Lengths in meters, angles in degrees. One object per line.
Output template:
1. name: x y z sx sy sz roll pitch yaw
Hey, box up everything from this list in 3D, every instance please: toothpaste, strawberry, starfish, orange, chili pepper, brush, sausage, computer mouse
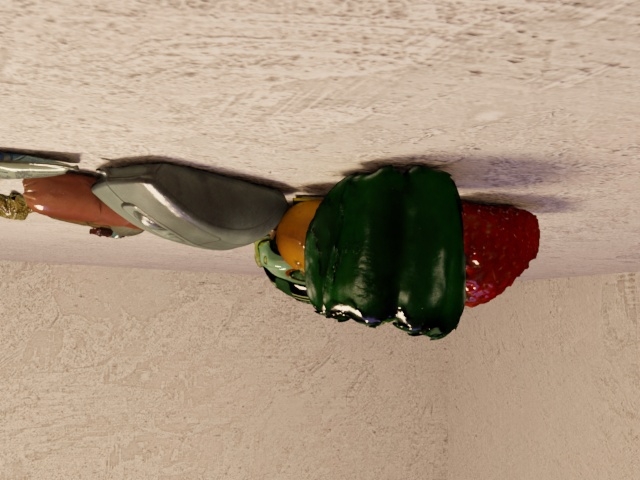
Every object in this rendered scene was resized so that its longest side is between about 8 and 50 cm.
1. toothpaste: -0.494 -0.111 1.055 0.268 0.047 0.069 2 155 -19
2. strawberry: 0.309 0.012 1.361 0.244 0.205 0.205 -21 -178 -23
3. starfish: -0.619 -0.068 1.483 0.216 0.050 0.223 -5 179 -6
4. orange: 0.000 0.000 1.270 0.156 0.134 0.156 42 164 15
5. chili pepper: 0.113 0.017 1.110 0.248 0.257 0.233 5 177 -18
6. brush: -0.558 -0.033 1.749 0.043 0.036 0.248 -6 171 21
7. sausage: -0.326 -0.060 1.292 0.087 0.088 0.433 -5 169 44
8. computer mouse: -0.213 -0.051 1.214 0.188 0.122 0.370 -6 167 44

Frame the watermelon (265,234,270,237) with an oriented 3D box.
1. watermelon: -0.179 -0.024 1.599 0.154 0.095 0.241 -7 176 -13

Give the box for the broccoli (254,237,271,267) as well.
1. broccoli: 0.054 0.053 1.789 0.397 0.275 0.353 28 143 -25

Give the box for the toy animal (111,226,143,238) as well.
1. toy animal: -0.378 -0.051 1.446 0.079 0.070 0.253 -13 176 -21

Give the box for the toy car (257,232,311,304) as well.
1. toy car: 0.027 0.059 1.393 0.305 0.125 0.136 2 152 10

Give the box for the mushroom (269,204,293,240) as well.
1. mushroom: -0.067 -0.030 1.460 0.126 0.085 0.109 22 134 -28

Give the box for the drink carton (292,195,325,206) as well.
1. drink carton: 0.031 -0.053 1.364 0.165 0.056 0.071 2 179 3
